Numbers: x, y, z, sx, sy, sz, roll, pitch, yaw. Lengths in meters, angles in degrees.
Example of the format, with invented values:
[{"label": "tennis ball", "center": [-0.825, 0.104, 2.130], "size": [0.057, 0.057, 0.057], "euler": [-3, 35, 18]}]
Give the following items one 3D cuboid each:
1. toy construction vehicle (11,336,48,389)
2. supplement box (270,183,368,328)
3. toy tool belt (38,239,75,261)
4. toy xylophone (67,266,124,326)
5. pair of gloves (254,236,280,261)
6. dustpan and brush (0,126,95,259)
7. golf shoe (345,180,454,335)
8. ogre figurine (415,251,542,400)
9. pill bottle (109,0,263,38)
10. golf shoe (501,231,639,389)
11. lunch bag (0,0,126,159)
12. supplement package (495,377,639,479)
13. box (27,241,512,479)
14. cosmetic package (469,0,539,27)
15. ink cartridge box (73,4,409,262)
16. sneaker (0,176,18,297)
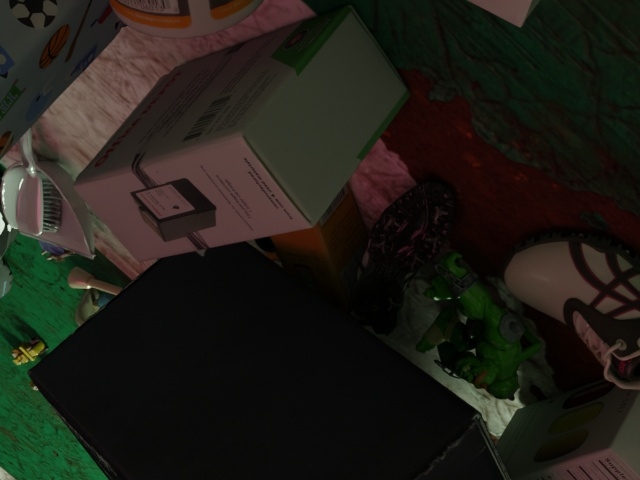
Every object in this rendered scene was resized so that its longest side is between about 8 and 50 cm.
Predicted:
[{"label": "toy construction vehicle", "center": [-0.445, 0.195, 2.311], "size": [0.098, 0.035, 0.086], "euler": [-15, 120, 49]}, {"label": "supplement box", "center": [0.000, 0.000, 1.668], "size": [0.078, 0.080, 0.233], "euler": [12, 136, 33]}, {"label": "toy tool belt", "center": [-0.356, 0.004, 2.000], "size": [0.083, 0.051, 0.052], "euler": [3, 133, 39]}, {"label": "toy xylophone", "center": [-0.207, 0.126, 1.985], "size": [0.323, 0.081, 0.236], "euler": [16, 140, 27]}, {"label": "pair of gloves", "center": [-0.050, -0.003, 1.764], "size": [0.083, 0.010, 0.074], "euler": [1, 133, 44]}, {"label": "dustpan and brush", "center": [-0.363, -0.077, 1.901], "size": [0.147, 0.060, 0.211], "euler": [17, 119, 30]}, {"label": "golf shoe", "center": [0.083, 0.005, 1.608], "size": [0.077, 0.094, 0.198], "euler": [26, 119, -7]}, {"label": "ogre figurine", "center": [0.173, 0.103, 1.629], "size": [0.118, 0.097, 0.197], "euler": [39, 134, 29]}, {"label": "pill bottle", "center": [-0.137, -0.333, 1.331], "size": [0.162, 0.162, 0.278], "euler": [19, 140, 24]}, {"label": "golf shoe", "center": [0.292, 0.075, 1.467], "size": [0.273, 0.120, 0.105], "euler": [17, 142, 28]}, {"label": "lunch bag", "center": [-0.424, -0.273, 1.505], "size": [0.385, 0.328, 0.239], "euler": [32, 147, 4]}, {"label": "supplement package", "center": [0.307, 0.248, 1.633], "size": [0.134, 0.139, 0.244], "euler": [44, 144, -10]}, {"label": "box", "center": [-0.009, 0.303, 1.667], "size": [0.480, 0.297, 0.471], "euler": [34, 158, 44]}, {"label": "cosmetic package", "center": [0.092, -0.280, 1.249], "size": [0.239, 0.099, 0.060], "euler": [29, 142, 10]}, {"label": "ink cartridge box", "center": [-0.084, -0.103, 1.507], "size": [0.289, 0.211, 0.121], "euler": [-11, 125, 48]}, {"label": "sneaker", "center": [-0.501, 0.012, 2.058], "size": [0.125, 0.139, 0.340], "euler": [29, 143, 15]}]
